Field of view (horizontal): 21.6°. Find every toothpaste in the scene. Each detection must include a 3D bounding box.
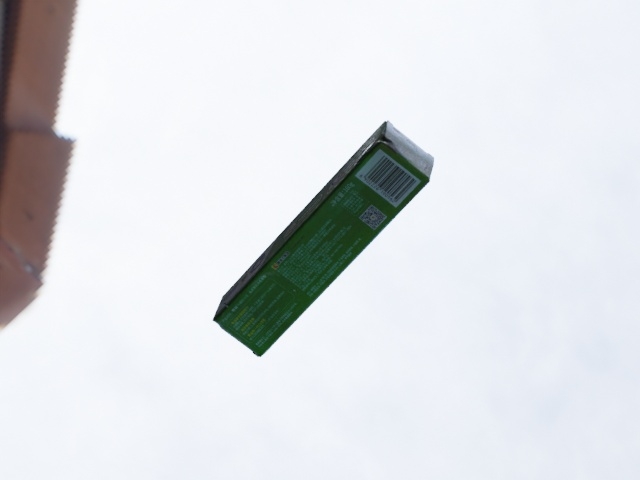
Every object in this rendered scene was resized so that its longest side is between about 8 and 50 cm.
[{"bbox_3d":[0.000,0.000,0.502,0.083,0.020,0.017,-47,-168,27],"label":"toothpaste"}]
